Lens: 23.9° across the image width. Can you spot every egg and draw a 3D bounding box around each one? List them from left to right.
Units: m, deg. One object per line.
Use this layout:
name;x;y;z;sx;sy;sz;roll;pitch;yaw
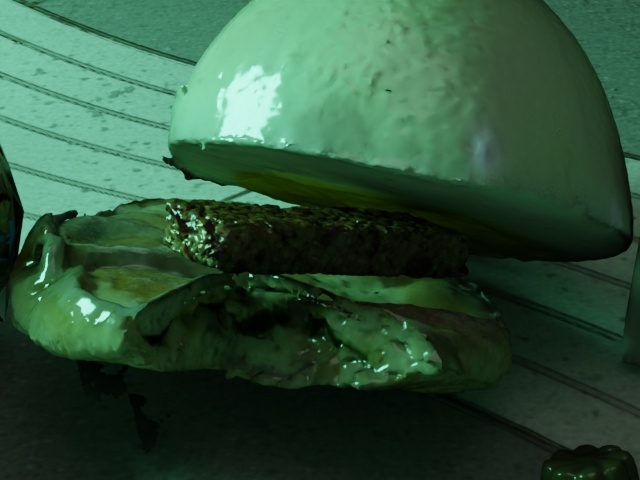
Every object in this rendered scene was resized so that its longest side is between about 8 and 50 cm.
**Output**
egg;0.063;-0.108;1.051;0.337;0.201;0.337;10;-5;1

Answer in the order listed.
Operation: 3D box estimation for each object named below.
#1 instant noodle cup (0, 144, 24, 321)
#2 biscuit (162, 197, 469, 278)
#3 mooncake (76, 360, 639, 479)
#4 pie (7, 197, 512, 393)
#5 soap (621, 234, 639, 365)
instant noodle cup;-0.323;-0.005;0.998;0.240;0.240;0.178;17;26;29
biscuit;0.000;0.000;0.923;0.199;0.034;0.064;3;14;-37
mooncake;0.013;0.122;0.926;0.347;0.057;0.150;7;6;-3
pie;-0.038;0.036;0.988;0.338;0.075;0.337;9;12;-2
soap;0.314;-0.003;0.996;0.199;0.182;0.138;9;29;18
